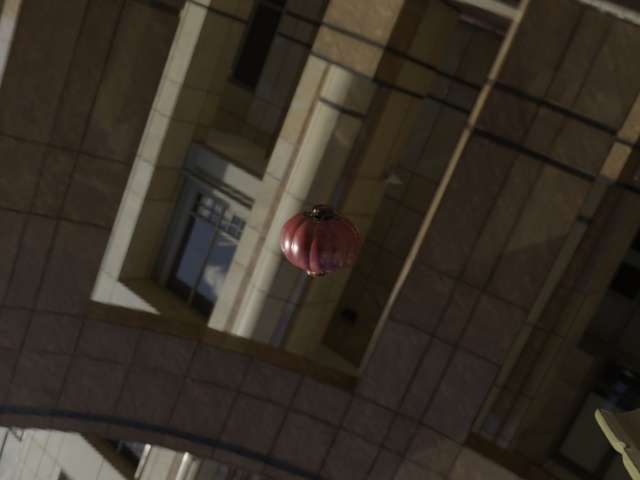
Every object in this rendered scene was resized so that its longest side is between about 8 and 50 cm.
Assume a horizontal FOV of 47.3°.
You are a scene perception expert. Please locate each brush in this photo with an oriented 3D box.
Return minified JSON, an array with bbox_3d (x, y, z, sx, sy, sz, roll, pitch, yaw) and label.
[{"bbox_3d":[0.275,0.187,0.600,0.054,0.048,0.282,-6,-179,12],"label":"brush"}]

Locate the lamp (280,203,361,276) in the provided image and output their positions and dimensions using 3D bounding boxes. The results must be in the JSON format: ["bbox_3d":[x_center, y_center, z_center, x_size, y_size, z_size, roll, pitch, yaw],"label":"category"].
[{"bbox_3d":[0.000,0.000,0.965,0.108,0.092,0.107,6,-163,-2],"label":"lamp"}]
